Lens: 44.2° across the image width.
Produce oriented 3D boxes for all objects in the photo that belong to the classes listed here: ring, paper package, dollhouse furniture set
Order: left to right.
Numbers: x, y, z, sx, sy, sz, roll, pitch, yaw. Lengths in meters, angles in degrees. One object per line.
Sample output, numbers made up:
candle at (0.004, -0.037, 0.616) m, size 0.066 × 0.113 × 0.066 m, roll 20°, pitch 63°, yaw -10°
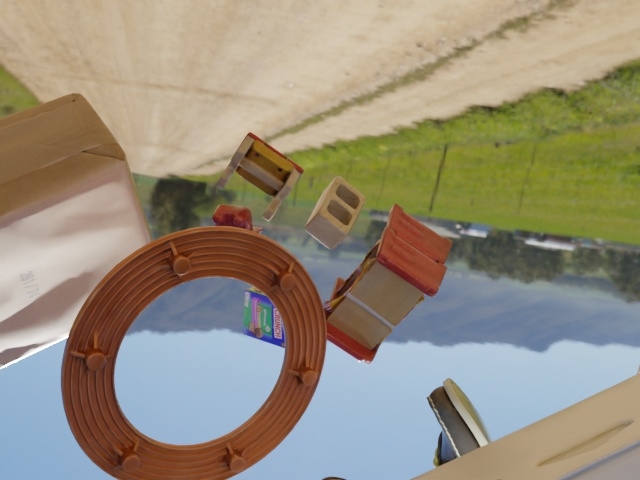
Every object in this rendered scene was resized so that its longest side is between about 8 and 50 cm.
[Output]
paper package at (-0.404, -0.006, 1.105) m, size 0.309 × 0.168 × 0.325 m, roll -24°, pitch 149°, yaw -16°
ring at (-0.134, 0.149, 0.936) m, size 0.336 × 0.337 × 0.032 m, roll 9°, pitch -169°, yaw -33°
dollhouse furniture set at (0.000, 0.000, 1.248) m, size 0.374 × 0.201 × 0.152 m, roll 35°, pitch -145°, yaw -6°

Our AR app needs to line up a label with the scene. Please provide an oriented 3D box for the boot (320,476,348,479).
boot at (0.126, 0.650, 1.762) m, size 0.264 × 0.096 × 0.280 m, roll 49°, pitch 166°, yaw -11°

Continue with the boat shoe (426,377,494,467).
boat shoe at (0.155, 0.237, 0.801) m, size 0.068 × 0.228 × 0.081 m, roll -27°, pitch -154°, yaw 9°

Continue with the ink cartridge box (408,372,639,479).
ink cartridge box at (0.272, 0.332, 0.642) m, size 0.279 × 0.385 × 0.160 m, roll -22°, pitch 180°, yaw -9°

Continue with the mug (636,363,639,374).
mug at (0.607, 0.275, 0.948) m, size 0.328 × 0.276 × 0.374 m, roll -2°, pitch 130°, yaw 48°

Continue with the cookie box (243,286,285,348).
cookie box at (-0.088, 0.140, 1.446) m, size 0.107 × 0.092 × 0.040 m, roll 14°, pitch -160°, yaw 31°
